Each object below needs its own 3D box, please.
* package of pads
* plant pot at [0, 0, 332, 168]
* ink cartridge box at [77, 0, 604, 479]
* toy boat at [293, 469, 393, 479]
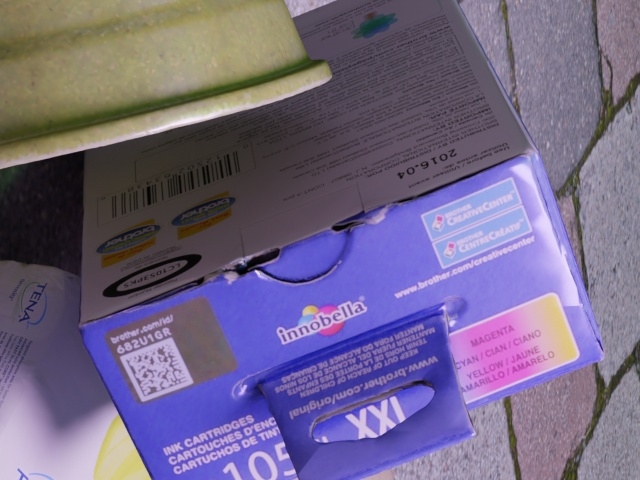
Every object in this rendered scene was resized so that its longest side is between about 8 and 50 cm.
[{"bbox_3d":[-0.169,0.177,1.201,0.296,0.101,0.229,61,42,-49],"label":"package of pads"},{"bbox_3d":[-0.154,-0.181,1.040,0.276,0.276,0.254,-26,106,-60],"label":"plant pot"},{"bbox_3d":[0.000,0.000,1.139,0.395,0.270,0.151,-103,171,-65],"label":"ink cartridge box"},{"bbox_3d":[-0.033,0.294,1.473,0.267,0.148,0.318,5,82,-68],"label":"toy boat"}]
